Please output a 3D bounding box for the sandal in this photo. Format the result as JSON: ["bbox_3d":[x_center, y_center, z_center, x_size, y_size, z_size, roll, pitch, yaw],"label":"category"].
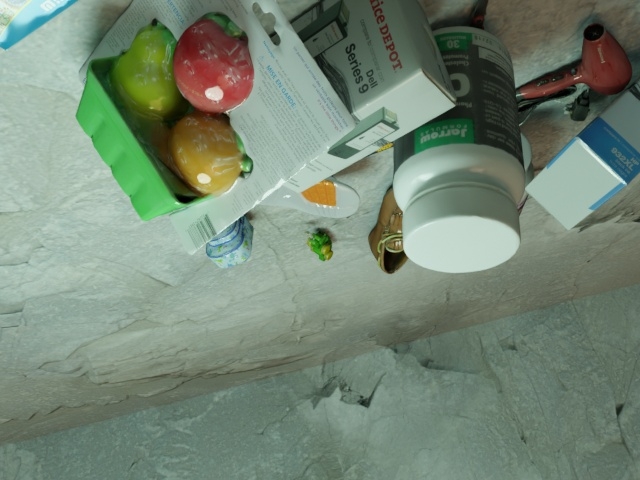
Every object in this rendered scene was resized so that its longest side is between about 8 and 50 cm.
[{"bbox_3d":[-0.046,-0.118,1.409,0.265,0.076,0.102,10,138,-3],"label":"sandal"}]

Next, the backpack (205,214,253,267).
[{"bbox_3d":[-0.207,-0.002,1.504,0.105,0.114,0.084,-20,136,15],"label":"backpack"}]

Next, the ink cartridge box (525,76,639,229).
[{"bbox_3d":[0.585,-0.191,1.340,0.307,0.129,0.223,-40,168,-20],"label":"ink cartridge box"}]

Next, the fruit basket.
[{"bbox_3d":[-0.157,-0.195,0.923,0.353,0.327,0.165,-35,178,30],"label":"fruit basket"}]

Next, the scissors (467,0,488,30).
[{"bbox_3d":[0.263,-0.356,1.124,0.109,0.021,0.297,-3,153,-18],"label":"scissors"}]

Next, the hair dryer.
[{"bbox_3d":[0.476,-0.297,1.291,0.224,0.080,0.293,-8,155,-13],"label":"hair dryer"}]

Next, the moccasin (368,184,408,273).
[{"bbox_3d":[0.201,-0.030,1.629,0.139,0.146,0.380,-5,154,-19],"label":"moccasin"}]

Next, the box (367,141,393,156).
[{"bbox_3d":[0.094,-0.202,1.346,0.137,0.027,0.094,-20,156,12],"label":"box"}]

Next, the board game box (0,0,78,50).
[{"bbox_3d":[-0.371,-0.351,0.684,0.224,0.097,0.303,-24,155,21],"label":"board game box"}]

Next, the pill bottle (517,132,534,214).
[{"bbox_3d":[0.377,-0.120,1.507,0.169,0.169,0.301,-14,156,-1],"label":"pill bottle"}]

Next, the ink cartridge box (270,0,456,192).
[{"bbox_3d":[0.027,-0.236,1.015,0.289,0.211,0.122,-28,152,25],"label":"ink cartridge box"}]

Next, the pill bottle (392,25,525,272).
[{"bbox_3d":[0.218,-0.145,1.087,0.204,0.360,0.204,2,150,1],"label":"pill bottle"}]

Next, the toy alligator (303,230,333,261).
[{"bbox_3d":[0.000,0.000,1.708,0.051,0.056,0.189,-55,157,-13],"label":"toy alligator"}]
